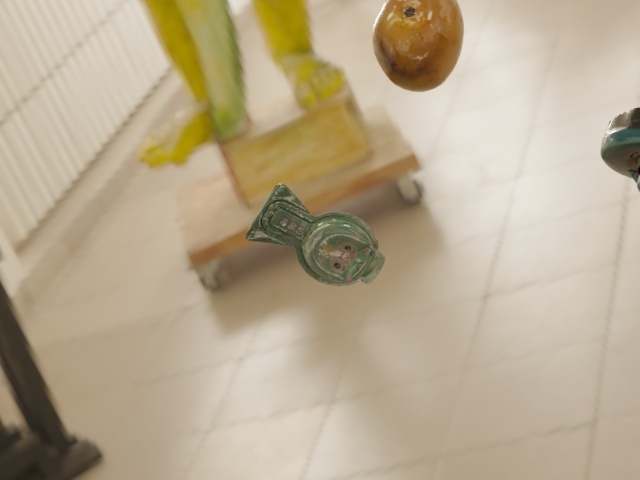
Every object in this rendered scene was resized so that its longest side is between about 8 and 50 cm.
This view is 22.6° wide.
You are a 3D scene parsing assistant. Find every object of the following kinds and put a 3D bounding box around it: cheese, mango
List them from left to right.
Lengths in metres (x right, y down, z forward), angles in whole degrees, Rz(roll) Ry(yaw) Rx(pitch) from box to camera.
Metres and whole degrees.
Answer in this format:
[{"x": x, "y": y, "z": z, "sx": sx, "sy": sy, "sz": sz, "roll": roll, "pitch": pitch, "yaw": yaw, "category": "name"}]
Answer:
[{"x": 0.000, "y": 0.000, "z": 1.374, "sx": 0.067, "sy": 0.121, "sz": 0.026, "roll": -58, "pitch": 18, "yaw": 14, "category": "cheese"}, {"x": 0.135, "y": -0.271, "z": 2.130, "sx": 0.112, "sy": 0.144, "sz": 0.219, "roll": 6, "pitch": 10, "yaw": 13, "category": "mango"}]

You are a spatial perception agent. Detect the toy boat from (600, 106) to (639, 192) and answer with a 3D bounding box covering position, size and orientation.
[{"x": 0.349, "y": -0.042, "z": 1.276, "sx": 0.299, "sy": 0.134, "sz": 0.092, "roll": 3, "pitch": 74, "yaw": 48, "category": "toy boat"}]
